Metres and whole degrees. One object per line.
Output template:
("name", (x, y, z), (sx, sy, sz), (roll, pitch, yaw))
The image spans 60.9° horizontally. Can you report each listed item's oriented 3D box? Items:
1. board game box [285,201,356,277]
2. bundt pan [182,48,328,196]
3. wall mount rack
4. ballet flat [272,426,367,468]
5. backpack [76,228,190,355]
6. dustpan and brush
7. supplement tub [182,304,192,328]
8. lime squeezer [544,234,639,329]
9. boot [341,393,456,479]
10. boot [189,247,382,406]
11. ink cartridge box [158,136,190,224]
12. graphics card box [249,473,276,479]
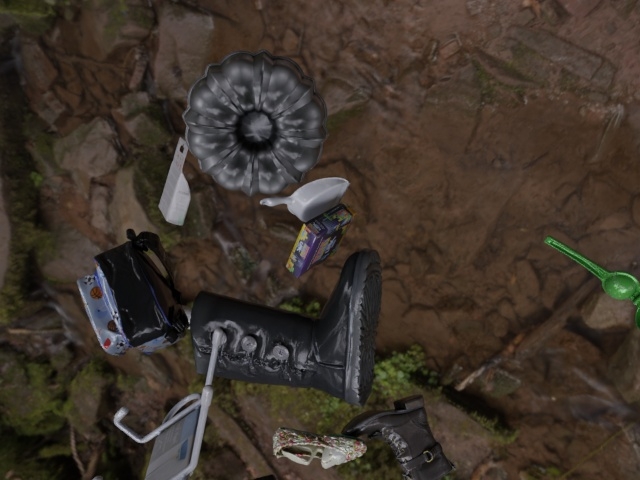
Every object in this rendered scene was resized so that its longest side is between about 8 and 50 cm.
("board game box", (0.000, 0.000, 1.315), (0.048, 0.141, 0.170), (44, 141, 17))
("bundt pan", (-0.138, -0.241, 1.179), (0.331, 0.124, 0.330), (-2, 111, -6))
("wall mount rack", (-0.272, 0.338, 1.011), (0.304, 0.350, 0.130), (-37, 109, 7))
("ballet flat", (-0.008, 0.523, 1.350), (0.241, 0.077, 0.091), (2, 129, 15))
("backpack", (-0.422, 0.153, 1.280), (0.263, 0.213, 0.276), (74, 173, -73))
("dustpan and brush", (-0.047, -0.094, 1.303), (0.060, 0.211, 0.147), (53, 137, 23))
("supplement tub", (-0.435, 0.256, 1.797), (0.107, 0.071, 0.071), (20, 138, -20))
("lime squeezer", (0.506, 0.105, 0.916), (0.058, 0.110, 0.310), (90, 157, -54))
("boot", (0.204, 0.540, 1.399), (0.091, 0.263, 0.228), (131, 122, -73))
("boot", (-0.093, 0.175, 1.293), (0.446, 0.146, 0.366), (8, 96, 23))
("ink cartridge box", (-0.403, -0.174, 1.568), (0.181, 0.056, 0.224), (38, 109, 61))
("graphics card box", (-0.030, 0.400, 0.387), (0.094, 0.371, 0.232), (-15, 122, -4))
